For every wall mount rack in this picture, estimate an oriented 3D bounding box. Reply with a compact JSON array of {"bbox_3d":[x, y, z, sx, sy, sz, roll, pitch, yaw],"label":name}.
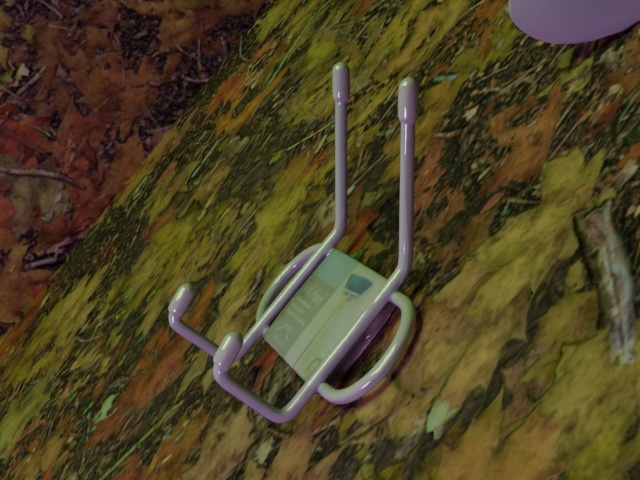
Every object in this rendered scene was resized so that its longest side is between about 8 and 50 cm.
[{"bbox_3d":[0.000,0.000,1.394,0.304,0.130,0.350,-52,20,-2],"label":"wall mount rack"}]

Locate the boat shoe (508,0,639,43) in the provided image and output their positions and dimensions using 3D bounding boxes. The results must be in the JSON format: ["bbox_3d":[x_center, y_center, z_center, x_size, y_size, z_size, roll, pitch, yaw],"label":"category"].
[{"bbox_3d":[0.275,-0.262,1.295,0.267,0.096,0.088,-35,21,37],"label":"boat shoe"}]
